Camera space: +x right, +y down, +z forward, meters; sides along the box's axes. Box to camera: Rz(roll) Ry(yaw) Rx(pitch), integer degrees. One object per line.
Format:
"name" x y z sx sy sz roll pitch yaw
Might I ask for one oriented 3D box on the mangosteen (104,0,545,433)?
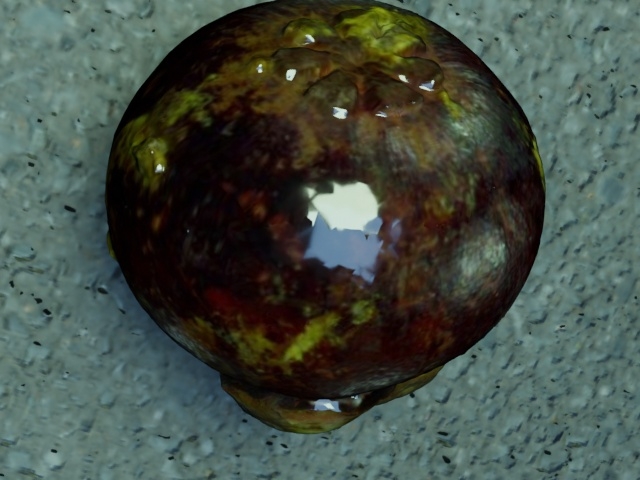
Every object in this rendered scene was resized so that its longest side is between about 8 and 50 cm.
"mangosteen" 0.000 0.000 0.478 0.192 0.192 0.217 -7 136 -15
